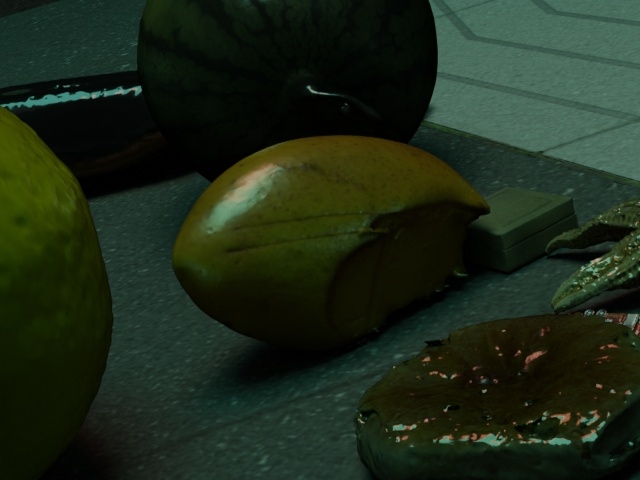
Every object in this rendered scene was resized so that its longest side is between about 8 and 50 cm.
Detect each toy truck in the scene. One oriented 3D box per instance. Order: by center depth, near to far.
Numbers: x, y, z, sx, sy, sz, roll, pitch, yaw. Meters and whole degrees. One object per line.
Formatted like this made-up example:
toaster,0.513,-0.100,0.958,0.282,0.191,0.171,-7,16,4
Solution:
toy truck,0.195,0.062,0.971,0.083,0.024,0.032,0,47,41

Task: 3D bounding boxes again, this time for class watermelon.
watermelon,-0.030,-0.172,1.394,0.279,0.278,0.359,-16,21,-4

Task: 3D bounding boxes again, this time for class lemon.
lemon,-0.287,0.042,0.960,0.336,0.336,0.336,-13,19,5

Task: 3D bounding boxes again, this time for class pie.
pie,0.115,0.095,0.905,0.195,0.046,0.195,-13,18,4

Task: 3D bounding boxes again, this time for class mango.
mango,0.000,0.000,1.116,0.252,0.153,0.126,-12,7,-34

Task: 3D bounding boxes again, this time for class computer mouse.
computer mouse,-0.256,-0.125,1.680,0.323,0.116,0.183,-7,19,3

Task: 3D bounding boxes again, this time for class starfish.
starfish,0.272,0.005,1.051,0.277,0.062,0.236,2,31,31

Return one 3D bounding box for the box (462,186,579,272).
box,0.150,-0.011,1.187,0.083,0.035,0.079,-25,22,-28
